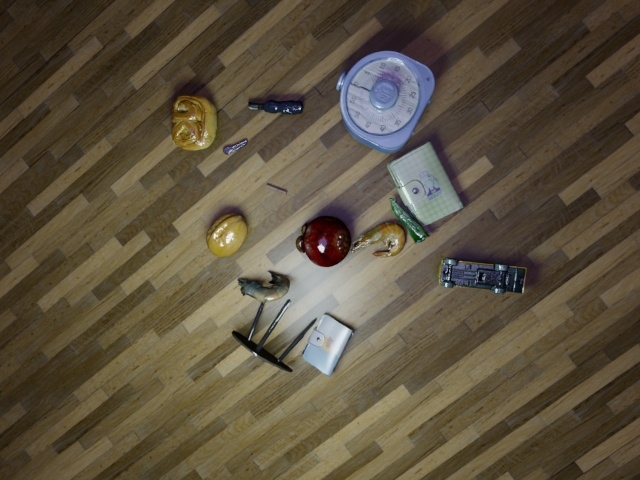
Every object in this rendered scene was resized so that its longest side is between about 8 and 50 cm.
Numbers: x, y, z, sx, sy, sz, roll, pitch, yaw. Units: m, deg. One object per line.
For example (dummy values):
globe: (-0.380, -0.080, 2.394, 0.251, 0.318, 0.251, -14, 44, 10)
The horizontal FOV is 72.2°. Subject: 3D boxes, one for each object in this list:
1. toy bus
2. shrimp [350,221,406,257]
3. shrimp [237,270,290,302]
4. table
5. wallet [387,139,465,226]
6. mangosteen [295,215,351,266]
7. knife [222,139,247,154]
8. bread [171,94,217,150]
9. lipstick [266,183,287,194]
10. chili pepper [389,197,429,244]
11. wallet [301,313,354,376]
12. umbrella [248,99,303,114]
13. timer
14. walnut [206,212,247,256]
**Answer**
toy bus: (0.654, 0.143, 1.797, 0.335, 0.123, 0.121, 6, 94, 5)
shrimp: (0.247, 0.008, 1.862, 0.248, 0.068, 0.150, -15, 96, 1)
shrimp: (-0.235, 0.187, 1.868, 0.178, 0.289, 0.075, -27, 108, -33)
table: (-0.185, 0.360, 1.823, 0.317, 0.317, 0.249, 33, 80, 3)
wallet: (0.436, -0.232, 1.833, 0.223, 0.077, 0.310, -27, 92, 5)
mangosteen: (0.000, 0.000, 1.828, 0.257, 0.215, 0.215, 6, 93, 40)
knife: (-0.373, -0.412, 1.925, 0.121, 0.018, 0.031, -26, 91, 4)
bread: (-0.540, -0.504, 1.886, 0.198, 0.120, 0.236, 4, 93, 6)
lipstick: (-0.192, -0.222, 1.914, 0.094, 0.019, 0.019, 21, 94, 4)
chili pepper: (0.362, -0.091, 1.837, 0.059, 0.088, 0.227, -36, 88, -29)
wallet: (0.029, 0.447, 1.895, 0.170, 0.069, 0.231, 28, 91, 21)
umbrella: (-0.194, -0.568, 1.884, 0.248, 0.071, 0.071, 1, 92, 9)
timer: (0.241, -0.577, 1.785, 0.394, 0.173, 0.396, 0, 93, 6)
walnut: (-0.399, -0.025, 1.877, 0.159, 0.159, 0.207, 39, 100, 3)
